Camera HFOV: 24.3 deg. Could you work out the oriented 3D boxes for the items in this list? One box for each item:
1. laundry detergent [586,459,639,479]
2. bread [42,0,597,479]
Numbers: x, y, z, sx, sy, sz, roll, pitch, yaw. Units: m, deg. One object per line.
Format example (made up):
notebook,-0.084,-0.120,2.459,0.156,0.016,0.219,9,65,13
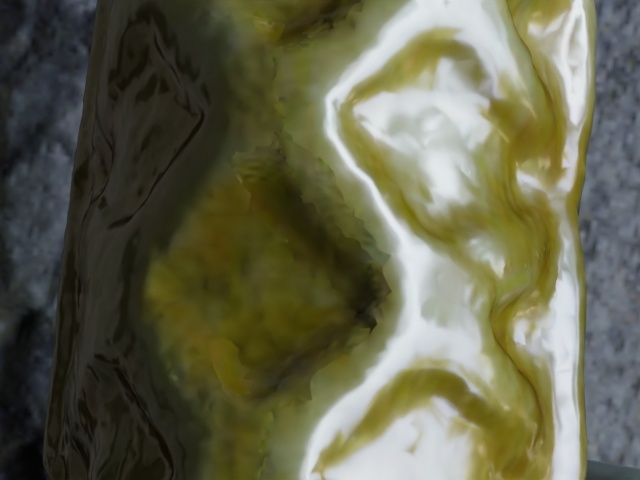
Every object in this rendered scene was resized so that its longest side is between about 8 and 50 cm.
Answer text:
laundry detergent,0.132,0.188,0.746,0.091,0.253,0.181,-28,107,-21
bread,0.004,0.001,0.559,0.238,0.196,0.252,169,-76,-72
